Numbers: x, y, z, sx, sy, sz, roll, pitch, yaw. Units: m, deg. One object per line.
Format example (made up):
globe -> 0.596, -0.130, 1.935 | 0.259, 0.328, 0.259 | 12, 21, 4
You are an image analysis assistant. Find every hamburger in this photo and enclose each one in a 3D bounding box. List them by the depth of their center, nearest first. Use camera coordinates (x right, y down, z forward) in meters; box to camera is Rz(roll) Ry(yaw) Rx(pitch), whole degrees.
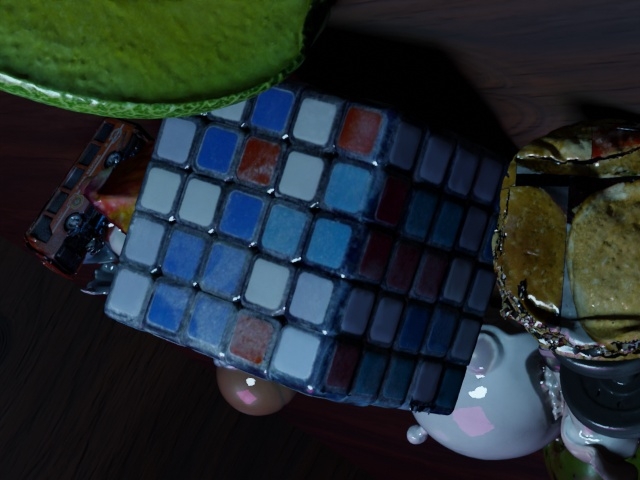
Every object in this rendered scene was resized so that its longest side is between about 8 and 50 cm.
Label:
hamburger -> 0.264, 0.000, 1.442 | 0.231, 0.231, 0.107 | 24, 174, 15

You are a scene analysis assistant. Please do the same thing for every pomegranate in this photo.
pomegranate -> 0.432, 0.303, 2.255 | 0.224, 0.181, 0.181 | 18, 170, -22

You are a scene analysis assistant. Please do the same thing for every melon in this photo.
melon -> -0.177, -0.230, 1.497 | 0.344, 0.226, 0.331 | 29, -156, -1

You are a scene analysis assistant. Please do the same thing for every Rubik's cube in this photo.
Rubik's cube -> 0.000, 0.000, 1.634 | 0.293, 0.286, 0.292 | 17, 180, 37

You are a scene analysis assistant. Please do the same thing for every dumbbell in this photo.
dumbbell -> 0.313, 0.111, 1.666 | 0.143, 0.143, 0.325 | 20, 157, 28

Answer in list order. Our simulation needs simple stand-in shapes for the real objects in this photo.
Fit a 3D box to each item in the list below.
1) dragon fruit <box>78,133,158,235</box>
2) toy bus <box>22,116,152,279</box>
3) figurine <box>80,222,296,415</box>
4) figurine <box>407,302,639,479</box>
dragon fruit -> -0.106, -0.015, 2.002 | 0.386, 0.249, 0.371 | 44, 174, -36
toy bus -> -0.326, -0.062, 2.226 | 0.096, 0.235, 0.073 | 23, 164, 39
figurine -> -0.170, 0.060, 2.372 | 0.388, 0.276, 0.248 | 25, 141, 0
figurine -> 0.264, 0.193, 2.078 | 0.361, 0.211, 0.253 | 10, 157, 45
